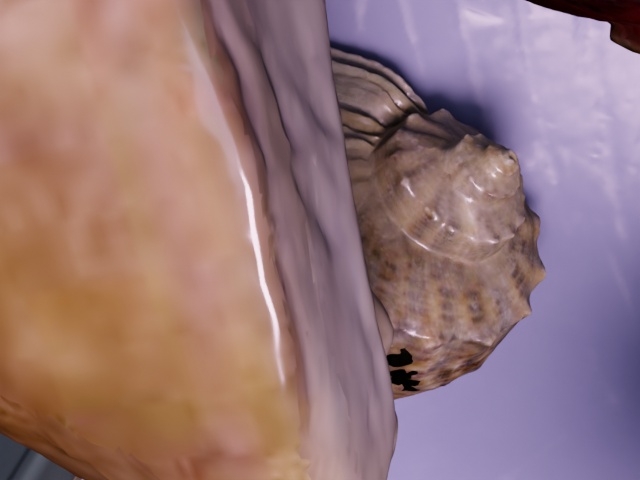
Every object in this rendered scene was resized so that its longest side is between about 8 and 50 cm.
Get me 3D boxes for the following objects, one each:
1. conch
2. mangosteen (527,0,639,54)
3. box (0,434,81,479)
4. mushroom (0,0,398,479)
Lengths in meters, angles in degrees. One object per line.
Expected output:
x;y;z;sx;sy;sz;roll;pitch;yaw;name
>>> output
0.000;0.000;0.679;0.207;0.130;0.155;-31;65;40;conch
0.130;-0.204;0.466;0.311;0.311;0.311;4;112;9;mangosteen
-0.150;0.091;0.740;0.091;0.031;0.126;51;118;30;box
-0.134;-0.063;0.533;0.314;0.224;0.397;-17;85;16;mushroom
